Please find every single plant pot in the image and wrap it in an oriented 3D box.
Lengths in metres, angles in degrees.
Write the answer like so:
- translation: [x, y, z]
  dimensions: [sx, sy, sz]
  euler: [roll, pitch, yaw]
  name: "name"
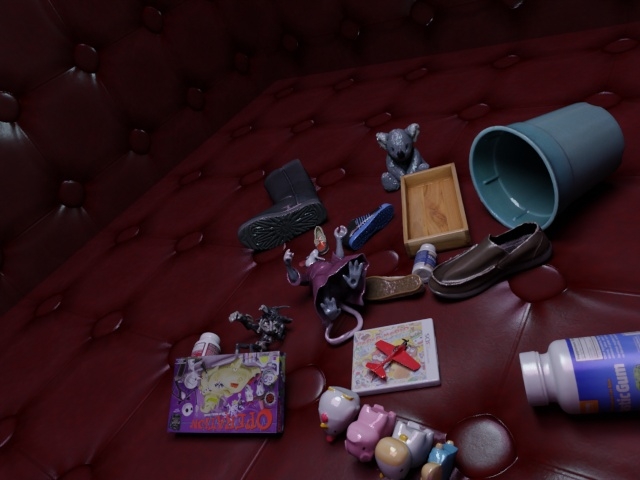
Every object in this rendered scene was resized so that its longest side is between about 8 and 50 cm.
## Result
- translation: [0.697, -0.240, 1.513]
  dimensions: [0.334, 0.341, 0.341]
  euler: [-26, 33, -17]
  name: "plant pot"

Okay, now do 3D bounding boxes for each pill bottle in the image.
- translation: [0.323, 0.067, 1.532]
  dimensions: [0.067, 0.067, 0.120]
  euler: [-5, 39, 27]
  name: "pill bottle"
- translation: [-0.359, 0.364, 1.545]
  dimensions: [0.086, 0.086, 0.152]
  euler: [-14, 35, 16]
  name: "pill bottle"
- translation: [0.562, 0.275, 1.023]
  dimensions: [0.272, 0.152, 0.152]
  euler: [-12, 36, 20]
  name: "pill bottle"

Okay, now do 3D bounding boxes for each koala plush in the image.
- translation: [0.317, -0.344, 1.956]
  dimensions: [0.196, 0.221, 0.203]
  euler: [-12, 36, 19]
  name: "koala plush"

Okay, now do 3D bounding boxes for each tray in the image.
- translation: [0.391, -0.113, 1.731]
  dimensions: [0.202, 0.076, 0.411]
  euler: [-13, 36, 17]
  name: "tray"

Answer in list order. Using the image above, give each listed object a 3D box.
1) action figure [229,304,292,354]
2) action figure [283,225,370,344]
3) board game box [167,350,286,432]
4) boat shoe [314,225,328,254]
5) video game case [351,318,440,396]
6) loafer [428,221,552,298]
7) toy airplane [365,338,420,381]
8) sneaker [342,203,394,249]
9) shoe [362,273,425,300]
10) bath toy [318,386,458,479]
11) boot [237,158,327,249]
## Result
- translation: [-0.192, 0.278, 1.511]
  dimensions: [0.164, 0.141, 0.276]
  euler: [-4, 42, 34]
  name: "action figure"
- translation: [0.033, 0.121, 1.584]
  dimensions: [0.248, 0.276, 0.370]
  euler: [-22, 13, -15]
  name: "action figure"
- translation: [-0.258, 0.417, 1.365]
  dimensions: [0.346, 0.056, 0.208]
  euler: [-9, 70, 22]
  name: "board game box"
- translation: [0.000, 0.000, 1.851]
  dimensions: [0.049, 0.043, 0.137]
  euler: [-17, 36, 8]
  name: "boat shoe"
- translation: [0.195, 0.308, 1.324]
  dimensions: [0.227, 0.026, 0.206]
  euler: [-14, 35, 17]
  name: "video game case"
- translation: [0.469, 0.041, 1.418]
  dimensions: [0.366, 0.130, 0.134]
  euler: [-25, 34, 0]
  name: "loafer"
- translation: [0.178, 0.305, 1.290]
  dimensions: [0.151, 0.028, 0.151]
  euler: [-15, 36, 11]
  name: "toy airplane"
- translation: [0.163, -0.063, 1.799]
  dimensions: [0.232, 0.081, 0.090]
  euler: [-40, 44, -20]
  name: "sneaker"
- translation: [0.212, 0.147, 1.515]
  dimensions: [0.219, 0.058, 0.077]
  euler: [-8, 68, 30]
  name: "shoe"
- translation: [0.121, 0.443, 1.108]
  dimensions: [0.348, 0.151, 0.129]
  euler: [15, 86, 44]
  name: "bath toy"
- translation: [-0.190, -0.167, 2.103]
  dimensions: [0.367, 0.146, 0.445]
  euler: [-18, 36, -4]
  name: "boot"
